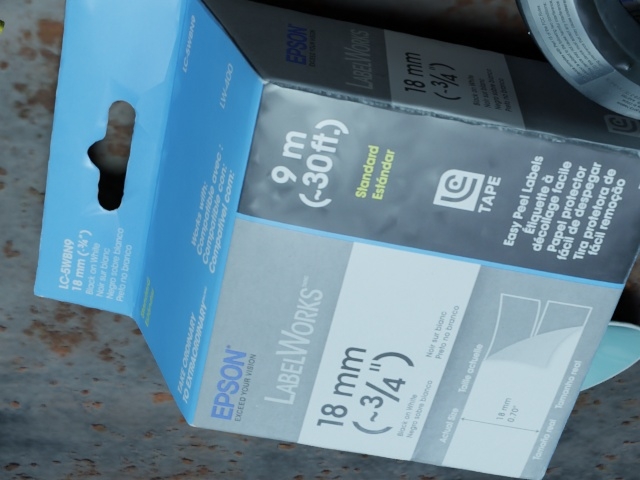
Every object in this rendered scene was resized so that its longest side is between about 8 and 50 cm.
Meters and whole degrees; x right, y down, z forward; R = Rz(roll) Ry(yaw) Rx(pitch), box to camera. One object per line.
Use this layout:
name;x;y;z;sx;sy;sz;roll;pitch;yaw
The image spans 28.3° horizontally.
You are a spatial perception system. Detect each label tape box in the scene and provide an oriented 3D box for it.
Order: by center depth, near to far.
label tape box;0.000;0.000;0.738;0.333;0.106;0.241;10;123;-7

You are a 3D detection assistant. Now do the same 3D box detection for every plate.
plate;0.150;0.089;0.934;0.188;0.024;0.188;-11;157;-5

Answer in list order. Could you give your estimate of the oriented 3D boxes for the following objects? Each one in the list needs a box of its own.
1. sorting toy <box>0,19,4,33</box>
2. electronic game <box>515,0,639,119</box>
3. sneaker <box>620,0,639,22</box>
sorting toy;-0.195;-0.199;0.602;0.132;0.046;0.274;9;134;-10
electronic game;0.200;-0.161;0.612;0.229;0.048;0.229;-7;122;-11
sneaker;0.175;-0.134;0.681;0.190;0.071;0.083;28;119;-32
